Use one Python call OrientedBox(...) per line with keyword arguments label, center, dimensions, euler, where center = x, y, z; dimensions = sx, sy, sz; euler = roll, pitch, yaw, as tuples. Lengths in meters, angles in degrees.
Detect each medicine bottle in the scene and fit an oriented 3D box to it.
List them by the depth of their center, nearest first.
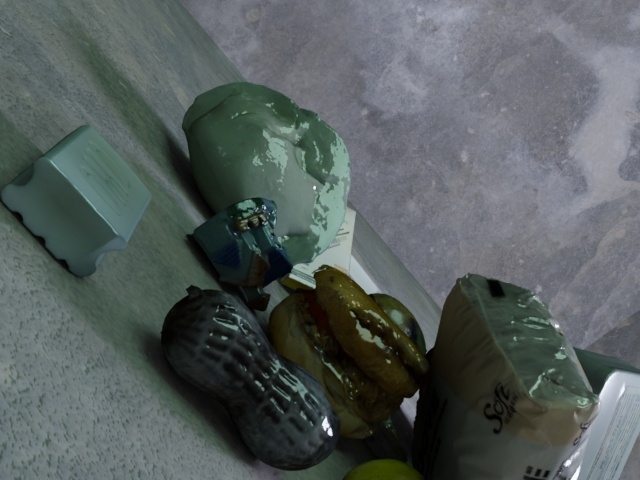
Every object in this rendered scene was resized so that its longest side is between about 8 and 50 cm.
OrientedBox(label="medicine bottle", center=(0.056, 0.104, 1.813), dimensions=(0.219, 0.115, 0.078), euler=(51, 47, -8))

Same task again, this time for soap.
OrientedBox(label="soap", center=(-0.247, -0.047, 0.962), dimensions=(0.119, 0.066, 0.198), euler=(48, 9, -14))

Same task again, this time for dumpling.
OrientedBox(label="dumpling", center=(-0.112, -0.118, 1.593), dimensions=(0.270, 0.211, 0.321), euler=(-38, 107, -46))

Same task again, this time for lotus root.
OrientedBox(label="lotus root", center=(0.109, 0.172, 1.676), dimensions=(0.278, 0.154, 0.154), euler=(54, 5, -47))

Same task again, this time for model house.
OrientedBox(label="model house", center=(-0.099, 0.027, 1.341), dimensions=(0.149, 0.119, 0.148), euler=(61, 9, 6))

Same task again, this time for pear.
OrientedBox(label="pear", center=(0.090, 0.328, 1.116), dimensions=(0.141, 0.104, 0.141), euler=(47, 12, -13))

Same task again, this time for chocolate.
OrientedBox(label="chocolate", center=(-0.073, 0.150, 0.969), dimensions=(0.248, 0.110, 0.110), euler=(47, 9, -16))

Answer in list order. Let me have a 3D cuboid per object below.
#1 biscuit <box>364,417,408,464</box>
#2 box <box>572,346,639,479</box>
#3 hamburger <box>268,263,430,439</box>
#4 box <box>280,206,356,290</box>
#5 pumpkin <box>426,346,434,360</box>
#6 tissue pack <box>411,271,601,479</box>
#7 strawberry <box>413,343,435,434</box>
OrientedBox(label="biscuit", center=(0.059, 0.248, 1.487), dimensions=(0.290, 0.038, 0.141), euler=(57, 8, 16))
OrientedBox(label="box", center=(0.423, 0.384, 1.554), dimensions=(0.111, 0.396, 0.396), euler=(26, 3, 33))
OrientedBox(label="hamburger", center=(0.033, 0.157, 1.325), dimensions=(0.244, 0.163, 0.244), euler=(44, 5, -5))
OrientedBox(label="box", center=(0.000, 0.000, 1.716), dimensions=(0.129, 0.033, 0.247), euler=(26, 50, -23))
OrientedBox(label="pumpkin", center=(0.328, 0.338, 2.249), dimensions=(0.194, 0.150, 0.194), euler=(30, -23, 15))
OrientedBox(label="tissue pack", center=(0.245, 0.279, 1.308), dimensions=(0.195, 0.376, 0.390), euler=(12, 20, -10))
OrientedBox(label="strawberry", center=(0.283, 0.307, 1.685), dimensions=(0.310, 0.292, 0.292), euler=(33, -4, 34))
